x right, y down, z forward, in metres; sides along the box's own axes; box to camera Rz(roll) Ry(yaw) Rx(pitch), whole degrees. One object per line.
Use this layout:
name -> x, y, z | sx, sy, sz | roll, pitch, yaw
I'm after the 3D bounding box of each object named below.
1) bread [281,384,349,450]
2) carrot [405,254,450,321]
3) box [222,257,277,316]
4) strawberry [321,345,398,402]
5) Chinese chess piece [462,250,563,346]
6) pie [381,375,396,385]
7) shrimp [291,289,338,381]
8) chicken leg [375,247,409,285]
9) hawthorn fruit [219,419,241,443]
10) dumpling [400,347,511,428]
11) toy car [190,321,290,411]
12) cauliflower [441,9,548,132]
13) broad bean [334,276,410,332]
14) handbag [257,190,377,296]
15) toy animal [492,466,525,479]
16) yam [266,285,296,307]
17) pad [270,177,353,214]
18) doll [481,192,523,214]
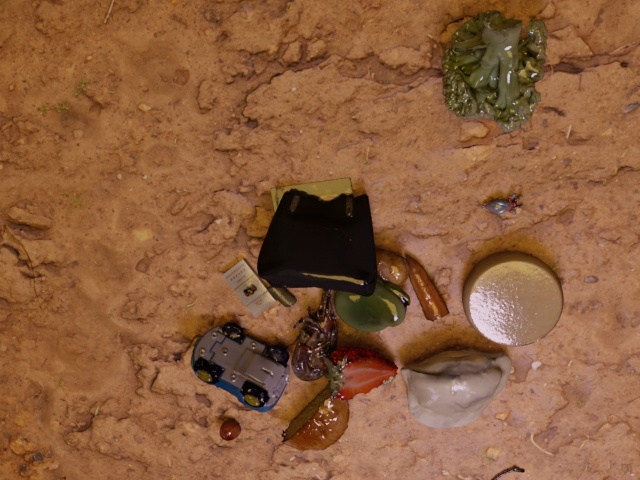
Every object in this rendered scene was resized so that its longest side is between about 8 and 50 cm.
bread -> 0.010, 0.558, 1.588 | 0.134, 0.129, 0.260 | 44, 106, -3
carrot -> 0.298, 0.132, 1.492 | 0.072, 0.072, 0.205 | -27, 88, 13
box -> -0.219, 0.146, 1.593 | 0.090, 0.024, 0.167 | -37, 92, 14
strawberry -> 0.115, 0.362, 1.506 | 0.228, 0.098, 0.175 | -14, 121, -20
Chinese chess piece -> 0.534, 0.162, 1.434 | 0.273, 0.102, 0.274 | 2, 103, 10
pie -> 0.194, 0.406, 1.581 | 0.085, 0.017, 0.085 | 2, 100, 11
shrimp -> -0.014, 0.265, 1.538 | 0.145, 0.116, 0.343 | 9, 104, -6
chicken leg -> 0.166, 0.055, 1.486 | 0.207, 0.101, 0.085 | 30, 101, 23
hawthorn fruit -> -0.302, 0.629, 1.665 | 0.066, 0.103, 0.067 | 11, 119, 19
dumpling -> 0.394, 0.431, 1.466 | 0.317, 0.187, 0.243 | -6, 97, 7
toy car -> -0.248, 0.394, 1.579 | 0.314, 0.198, 0.166 | 25, 136, 6
cauliflower -> 0.441, -0.430, 1.250 | 0.260, 0.281, 0.327 | -16, 82, -20
broad bean -> 0.149, 0.184, 1.505 | 0.227, 0.100, 0.170 | -12, 92, 13
handbag -> 0.000, 0.000, 1.443 | 0.341, 0.152, 0.288 | 5, 73, 11
toy animal -> 0.532, 0.798, 1.589 | 0.079, 0.070, 0.253 | 23, 93, -32
yam -> -0.118, 0.166, 1.572 | 0.043, 0.043, 0.094 | -44, 91, 14
pad -> -0.019, -0.087, 1.524 | 0.245, 0.006, 0.170 | -6, 101, 10
doll -> 0.503, -0.095, 1.420 | 0.114, 0.039, 0.057 | -9, 142, 3
